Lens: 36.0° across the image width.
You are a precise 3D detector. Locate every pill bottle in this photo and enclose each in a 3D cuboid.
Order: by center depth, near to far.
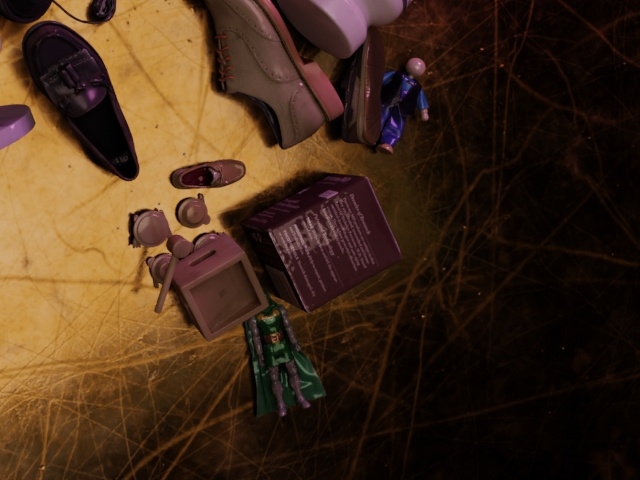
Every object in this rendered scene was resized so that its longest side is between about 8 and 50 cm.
[{"bbox_3d":[0.100,-0.507,1.708,0.210,0.210,0.363,44,80,-20],"label":"pill bottle"}]

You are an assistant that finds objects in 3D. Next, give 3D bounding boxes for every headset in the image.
[{"bbox_3d":[-0.478,-0.429,1.489,0.394,0.243,0.185,14,95,-43],"label":"headset"}]

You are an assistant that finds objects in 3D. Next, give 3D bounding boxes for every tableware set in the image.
[{"bbox_3d":[-0.247,0.000,1.731,0.169,0.020,0.141,-22,109,-23],"label":"tableware set"}]

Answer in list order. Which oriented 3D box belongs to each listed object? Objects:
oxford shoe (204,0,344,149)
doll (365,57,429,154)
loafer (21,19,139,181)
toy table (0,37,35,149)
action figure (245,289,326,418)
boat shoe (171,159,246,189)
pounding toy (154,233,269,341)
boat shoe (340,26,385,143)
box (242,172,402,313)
[{"bbox_3d":[-0.126,-0.329,1.683,0.146,0.140,0.397,-42,107,-5],"label":"oxford shoe"},{"bbox_3d":[0.146,-0.255,1.842,0.129,0.046,0.189,26,82,-11],"label":"doll"},{"bbox_3d":[-0.360,-0.212,1.551,0.109,0.095,0.302,-35,140,-10],"label":"loafer"},{"bbox_3d":[-0.585,-0.200,1.474,0.274,0.252,0.160,-29,122,-27],"label":"toy table"},{"bbox_3d":[-0.080,0.201,1.802,0.137,0.063,0.232,-18,99,-15],"label":"action figure"},{"bbox_3d":[-0.191,-0.112,1.728,0.135,0.045,0.050,-15,101,-19],"label":"boat shoe"},{"bbox_3d":[-0.216,0.063,1.693,0.181,0.094,0.206,-31,124,-14],"label":"pounding toy"},{"bbox_3d":[0.070,-0.283,1.793,0.080,0.073,0.223,20,70,-60],"label":"boat shoe"},{"bbox_3d":[0.000,0.000,1.749,0.203,0.168,0.167,-30,105,-16],"label":"box"}]
